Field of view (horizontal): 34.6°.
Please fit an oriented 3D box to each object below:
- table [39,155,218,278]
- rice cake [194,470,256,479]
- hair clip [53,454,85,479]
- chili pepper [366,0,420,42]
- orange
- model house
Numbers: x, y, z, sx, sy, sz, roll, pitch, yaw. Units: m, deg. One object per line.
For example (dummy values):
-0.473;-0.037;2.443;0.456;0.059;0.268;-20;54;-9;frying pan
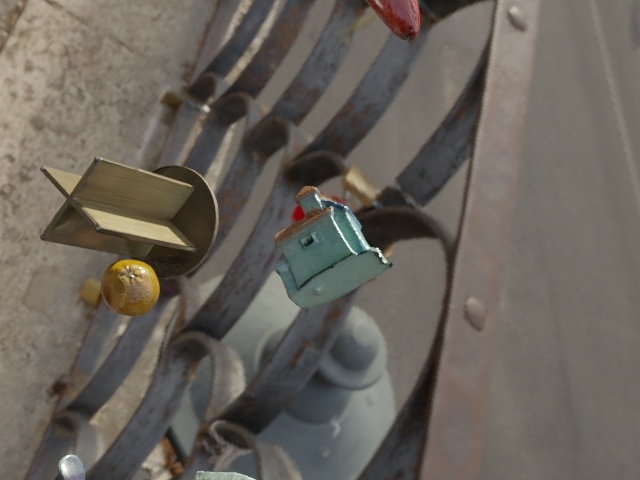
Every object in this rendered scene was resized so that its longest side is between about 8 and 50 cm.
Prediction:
-0.269;-0.040;1.399;0.226;0.167;0.167;15;54;-62;table
-0.181;0.460;1.930;0.042;0.245;0.045;27;68;-23;rice cake
-0.306;0.384;1.366;0.048;0.275;0.083;39;85;-37;hair clip
0.063;-0.276;1.022;0.065;0.088;0.169;-86;156;-66;chili pepper
-0.249;0.061;1.341;0.085;0.085;0.085;18;56;-29;orange
0.000;0.000;1.475;0.149;0.148;0.119;65;11;23;model house
